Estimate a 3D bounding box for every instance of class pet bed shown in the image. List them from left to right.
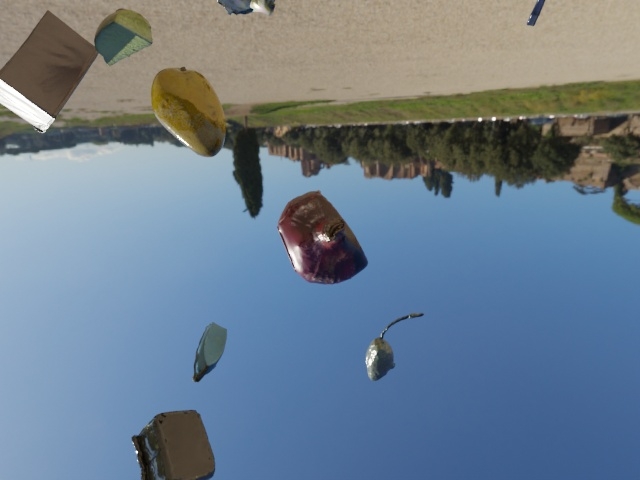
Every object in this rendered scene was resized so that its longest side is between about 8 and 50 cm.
[{"bbox_3d":[-0.420,0.610,1.186,0.183,0.159,0.211,23,-151,-55],"label":"pet bed"}]

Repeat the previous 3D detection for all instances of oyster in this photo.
[{"bbox_3d":[-0.190,-0.692,1.142,0.198,0.092,0.259,-8,173,3],"label":"oyster"}]

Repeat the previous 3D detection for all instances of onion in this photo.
[{"bbox_3d":[0.000,0.000,0.806,0.140,0.195,0.218,-26,-177,-5],"label":"onion"}]

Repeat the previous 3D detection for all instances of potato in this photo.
[{"bbox_3d":[-0.511,-0.513,1.028,0.149,0.081,0.120,-16,172,19],"label":"potato"}]

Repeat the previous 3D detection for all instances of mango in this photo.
[{"bbox_3d":[-0.267,-0.263,0.871,0.137,0.195,0.098,-22,-167,25],"label":"mango"}]

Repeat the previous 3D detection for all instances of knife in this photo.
[{"bbox_3d":[0.448,-0.491,0.848,0.018,0.121,0.031,27,-112,16],"label":"knife"}]

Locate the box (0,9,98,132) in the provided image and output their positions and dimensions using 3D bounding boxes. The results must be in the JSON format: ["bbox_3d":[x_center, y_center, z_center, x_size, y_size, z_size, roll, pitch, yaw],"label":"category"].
[{"bbox_3d":[-0.746,-0.453,1.140,0.188,0.252,0.153,-2,150,47],"label":"box"}]

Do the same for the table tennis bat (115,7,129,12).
[{"bbox_3d":[-0.552,-0.597,1.209,0.013,0.156,0.087,-20,158,39],"label":"table tennis bat"}]

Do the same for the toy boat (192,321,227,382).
[{"bbox_3d":[-0.341,0.339,1.275,0.075,0.077,0.185,32,-147,-22],"label":"toy boat"}]

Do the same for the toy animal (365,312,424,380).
[{"bbox_3d":[0.166,0.260,1.054,0.079,0.252,0.070,-12,-138,-38],"label":"toy animal"}]
